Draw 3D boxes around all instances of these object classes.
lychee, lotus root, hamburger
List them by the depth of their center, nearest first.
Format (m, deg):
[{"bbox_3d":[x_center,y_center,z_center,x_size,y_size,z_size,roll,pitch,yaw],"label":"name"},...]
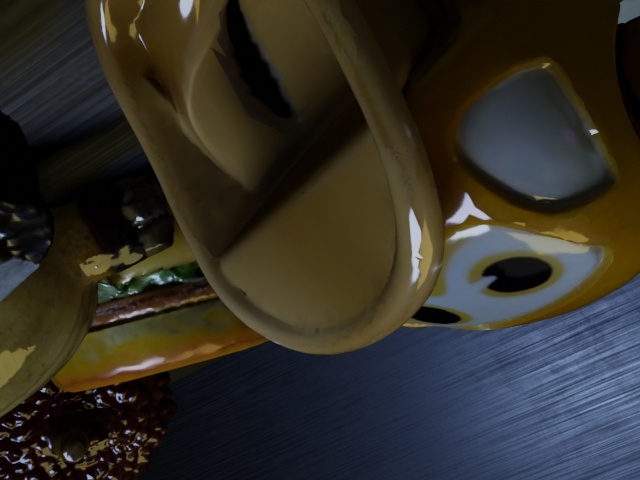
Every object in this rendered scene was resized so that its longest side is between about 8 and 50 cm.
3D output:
[{"bbox_3d":[-0.248,0.047,0.609,0.310,0.182,0.183,-30,171,5],"label":"lotus root"},{"bbox_3d":[-0.158,0.040,0.794,0.246,0.170,0.246,-13,175,-1],"label":"hamburger"},{"bbox_3d":[-0.307,0.188,0.943,0.276,0.275,0.304,-21,-161,-25],"label":"lychee"}]

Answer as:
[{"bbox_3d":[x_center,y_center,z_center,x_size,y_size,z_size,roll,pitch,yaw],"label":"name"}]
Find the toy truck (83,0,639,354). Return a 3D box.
[{"bbox_3d":[0.041,-0.072,0.429,0.212,0.288,0.204,-33,179,-34],"label":"toy truck"}]

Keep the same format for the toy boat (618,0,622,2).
[{"bbox_3d":[0.176,-0.201,0.564,0.293,0.099,0.108,-31,-165,29],"label":"toy boat"}]

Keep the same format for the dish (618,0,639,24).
[{"bbox_3d":[0.281,-0.202,0.663,0.246,0.078,0.224,-30,-166,39],"label":"dish"}]

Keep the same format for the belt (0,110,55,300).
[{"bbox_3d":[-0.266,0.011,0.362,0.289,0.164,0.184,-20,161,-30],"label":"belt"}]
